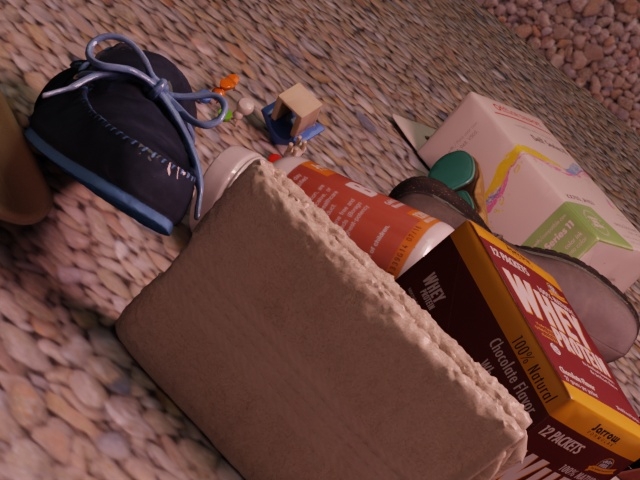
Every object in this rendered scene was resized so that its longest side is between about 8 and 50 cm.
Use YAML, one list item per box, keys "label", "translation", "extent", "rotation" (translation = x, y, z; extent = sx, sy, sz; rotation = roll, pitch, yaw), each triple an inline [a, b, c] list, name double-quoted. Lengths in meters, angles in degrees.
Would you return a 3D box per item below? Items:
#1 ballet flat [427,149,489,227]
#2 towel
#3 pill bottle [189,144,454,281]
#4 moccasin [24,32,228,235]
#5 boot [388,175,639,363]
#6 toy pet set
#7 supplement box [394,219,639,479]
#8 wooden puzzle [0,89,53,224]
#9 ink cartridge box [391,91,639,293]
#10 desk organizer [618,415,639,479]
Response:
- label: "ballet flat"
  translation: [0.172, -0.038, 1.905]
  extent: [0.232, 0.080, 0.073]
  rotation: [-81, 148, -65]
- label: "towel"
  translation: [-0.001, 0.097, 1.087]
  extent: [0.282, 0.187, 0.049]
  rotation: [46, 24, 10]
- label: "pill bottle"
  translation: [0.000, 0.000, 1.331]
  extent: [0.216, 0.121, 0.121]
  rotation: [26, 15, 18]
- label: "moccasin"
  translation: [-0.159, -0.102, 1.182]
  extent: [0.138, 0.117, 0.342]
  rotation: [38, 1, -26]
- label: "boot"
  translation: [0.199, 0.079, 1.652]
  extent: [0.338, 0.118, 0.222]
  rotation: [27, 25, -8]
- label: "toy pet set"
  translation: [-0.060, -0.125, 1.671]
  extent: [0.122, 0.065, 0.114]
  rotation: [44, 54, 15]
- label: "supplement box"
  translation: [0.116, 0.129, 1.197]
  extent: [0.129, 0.194, 0.191]
  rotation: [31, 25, -43]
- label: "wooden puzzle"
  translation: [-0.330, -0.104, 1.113]
  extent: [0.239, 0.044, 0.221]
  rotation: [14, 34, -45]
- label: "ink cartridge box"
  translation: [0.273, -0.075, 2.072]
  extent: [0.207, 0.119, 0.353]
  rotation: [12, 35, -54]
- label: "desk organizer"
  translation: [0.362, 0.237, 1.692]
  extent: [0.050, 0.047, 0.130]
  rotation: [40, 19, 3]
